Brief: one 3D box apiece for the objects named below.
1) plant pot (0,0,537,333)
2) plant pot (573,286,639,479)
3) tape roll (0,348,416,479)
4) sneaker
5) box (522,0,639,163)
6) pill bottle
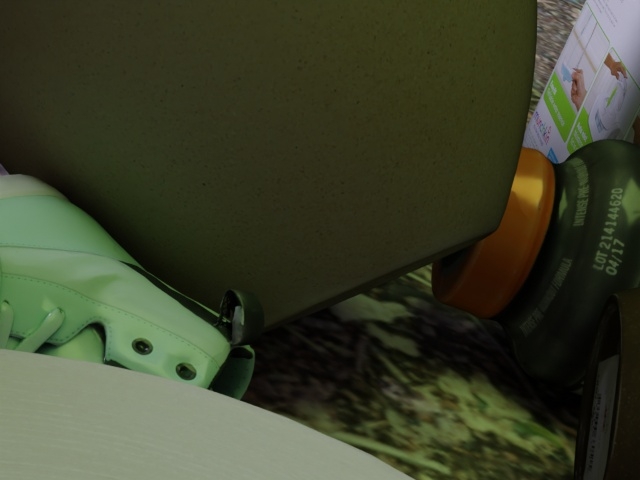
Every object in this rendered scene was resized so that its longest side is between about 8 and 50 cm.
[{"bbox_3d":[-0.015,-0.066,0.841,0.284,0.284,0.191,-19,84,-58],"label":"plant pot"},{"bbox_3d":[0.232,0.092,0.798,0.230,0.215,0.215,8,24,1],"label":"plant pot"},{"bbox_3d":[-0.071,0.158,0.450,0.392,0.072,0.392,14,27,-7],"label":"tape roll"},{"bbox_3d":[-0.119,0.047,0.659,0.151,0.094,0.256,31,24,19],"label":"sneaker"},{"bbox_3d":[0.238,-0.089,1.113,0.126,0.231,0.262,17,23,-14],"label":"box"},{"bbox_3d":[0.182,0.028,0.938,0.245,0.130,0.130,20,24,-10],"label":"pill bottle"}]
